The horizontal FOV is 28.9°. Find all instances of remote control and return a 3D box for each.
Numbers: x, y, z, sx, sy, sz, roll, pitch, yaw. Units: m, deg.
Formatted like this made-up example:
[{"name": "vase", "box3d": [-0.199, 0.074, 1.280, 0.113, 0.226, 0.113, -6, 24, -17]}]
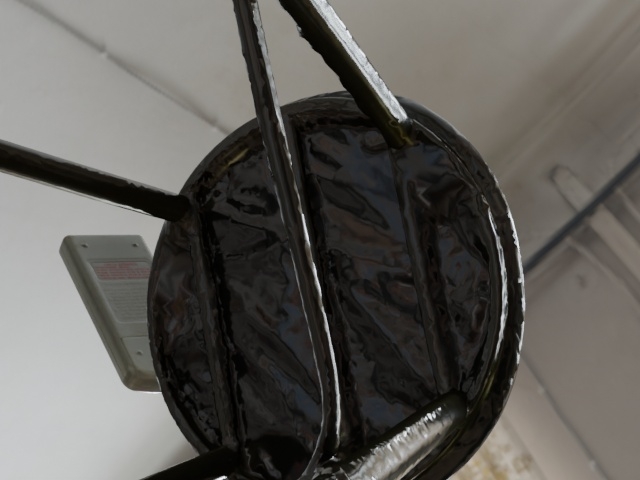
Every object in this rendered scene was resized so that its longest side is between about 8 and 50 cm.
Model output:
[{"name": "remote control", "box3d": [-0.170, 0.064, 1.135, 0.087, 0.190, 0.029, -2, -48, -37]}]

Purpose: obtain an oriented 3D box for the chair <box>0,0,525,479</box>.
[{"name": "chair", "box3d": [-0.087, 0.024, 0.720, 0.362, 0.364, 0.410, -20, -17, 27]}]
